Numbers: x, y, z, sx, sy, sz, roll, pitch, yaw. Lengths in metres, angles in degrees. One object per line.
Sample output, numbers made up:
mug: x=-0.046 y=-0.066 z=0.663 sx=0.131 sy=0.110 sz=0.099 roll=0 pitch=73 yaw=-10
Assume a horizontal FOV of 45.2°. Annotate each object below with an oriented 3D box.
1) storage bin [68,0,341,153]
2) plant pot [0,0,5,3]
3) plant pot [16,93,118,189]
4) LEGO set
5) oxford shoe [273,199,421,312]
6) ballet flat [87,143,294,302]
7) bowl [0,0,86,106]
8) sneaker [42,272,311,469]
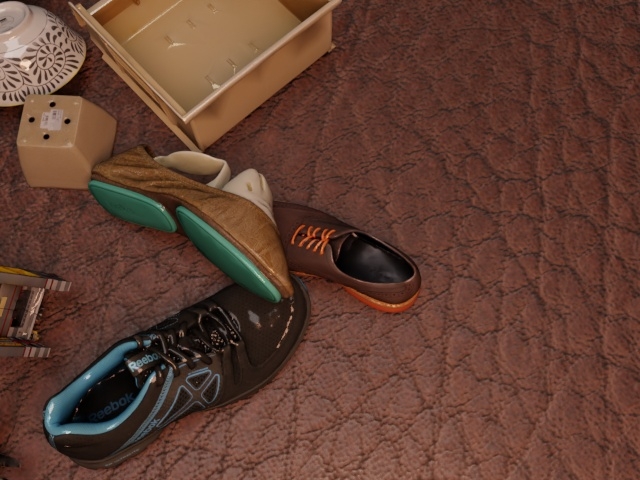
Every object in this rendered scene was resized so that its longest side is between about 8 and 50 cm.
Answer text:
storage bin: x=-0.155 y=-0.298 z=1.045 sx=0.262 sy=0.123 sz=0.260 roll=-41 pitch=75 yaw=-12
plant pot: x=-0.514 y=-0.460 z=1.057 sx=0.248 sy=0.247 sz=0.252 roll=-41 pitch=93 yaw=-12
plant pot: x=-0.339 y=-0.135 z=1.006 sx=0.109 sy=0.096 sz=0.108 roll=3 pitch=71 yaw=3
LEGO set: x=-0.443 y=0.129 z=0.899 sx=0.255 sy=0.192 sz=0.331 roll=7 pitch=84 yaw=23
oxford shoe: x=0.000 y=0.000 z=0.950 sx=0.272 sy=0.098 sz=0.096 roll=20 pitch=73 yaw=8
ballet flat: x=-0.138 y=-0.044 z=0.930 sx=0.342 sy=0.116 sz=0.124 roll=24 pitch=62 yaw=35
bowl: x=-0.414 y=-0.268 z=1.037 sx=0.170 sy=0.080 sz=0.170 roll=-5 pitch=53 yaw=6
sneaker: x=-0.154 y=0.143 z=0.882 sx=0.341 sy=0.139 sz=0.125 roll=-36 pitch=71 yaw=-12
